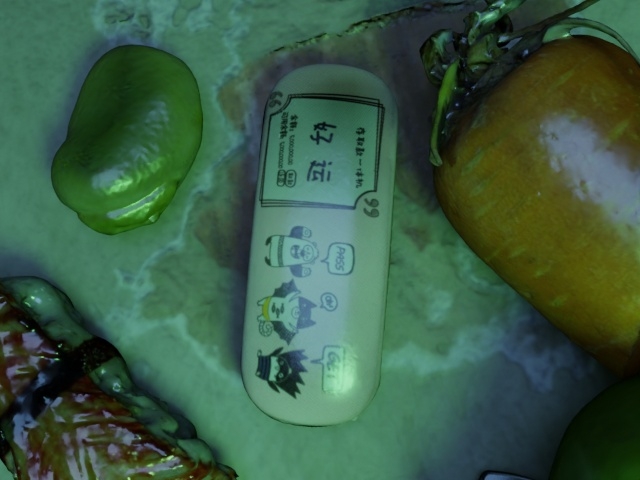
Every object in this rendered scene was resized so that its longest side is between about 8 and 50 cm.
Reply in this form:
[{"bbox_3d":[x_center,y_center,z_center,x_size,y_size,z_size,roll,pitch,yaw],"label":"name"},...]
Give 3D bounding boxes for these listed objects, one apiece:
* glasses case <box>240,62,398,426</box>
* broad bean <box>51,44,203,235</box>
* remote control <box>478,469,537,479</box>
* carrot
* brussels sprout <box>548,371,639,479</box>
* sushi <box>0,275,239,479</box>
[{"bbox_3d":[0.000,0.000,0.688,0.122,0.075,0.314,5,80,2],"label":"glasses case"},{"bbox_3d":[-0.171,-0.090,0.713,0.125,0.082,0.174,20,83,9],"label":"broad bean"},{"bbox_3d":[0.140,0.297,0.652,0.059,0.028,0.212,12,81,2],"label":"remote control"},{"bbox_3d":[0.195,-0.053,0.620,0.193,0.214,0.331,-42,76,-6],"label":"carrot"},{"bbox_3d":[0.330,0.215,0.510,0.371,0.276,0.314,13,82,33],"label":"brussels sprout"},{"bbox_3d":[-0.212,0.134,0.661,0.332,0.130,0.124,43,90,15],"label":"sushi"}]
